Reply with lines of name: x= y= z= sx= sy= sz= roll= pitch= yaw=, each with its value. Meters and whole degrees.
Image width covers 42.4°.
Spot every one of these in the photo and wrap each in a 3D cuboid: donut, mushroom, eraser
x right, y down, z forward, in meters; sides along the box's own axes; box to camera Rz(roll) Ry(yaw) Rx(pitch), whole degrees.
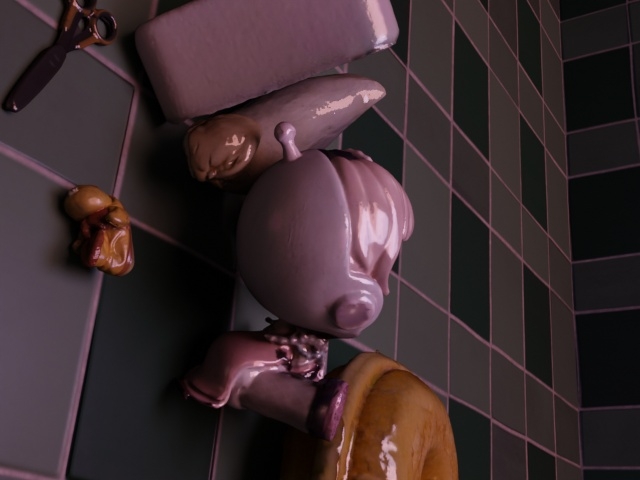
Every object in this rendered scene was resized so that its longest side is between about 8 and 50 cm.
donut: x=0.080 y=0.373 z=1.206 sx=0.449 sy=0.198 sz=0.449 roll=-2 pitch=90 yaw=-67
mushroom: x=-0.072 y=-0.148 z=1.173 sx=0.126 sy=0.177 sz=0.397 roll=57 pitch=39 yaw=-3
eraser: x=-0.045 y=-0.290 z=1.120 sx=0.331 sy=0.331 sz=0.150 roll=-40 pitch=115 yaw=-56

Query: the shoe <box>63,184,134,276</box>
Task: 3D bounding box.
shoe: x=-0.247 y=-0.014 z=0.933 sx=0.069 sy=0.072 sz=0.109 roll=12 pitch=71 yaw=-63

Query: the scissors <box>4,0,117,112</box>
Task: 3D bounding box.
scissors: x=-0.303 y=-0.218 z=0.954 sx=0.088 sy=0.017 sz=0.220 roll=59 pitch=36 yaw=-37

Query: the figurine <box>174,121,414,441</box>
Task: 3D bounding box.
figurine: x=-0.018 y=0.054 z=1.035 sx=0.211 sy=0.253 sz=0.361 roll=19 pitch=97 yaw=-39
